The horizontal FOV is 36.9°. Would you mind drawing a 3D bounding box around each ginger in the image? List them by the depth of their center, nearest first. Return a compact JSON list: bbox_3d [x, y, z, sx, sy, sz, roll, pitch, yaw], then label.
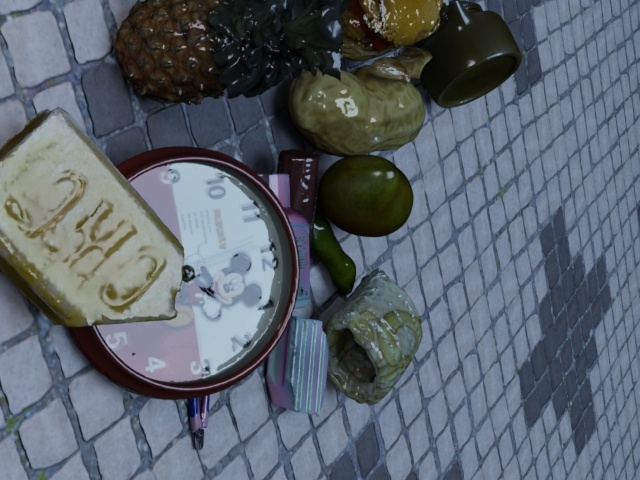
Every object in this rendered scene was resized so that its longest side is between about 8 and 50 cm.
[{"bbox_3d":[0.130,-0.276,1.532,0.137,0.044,0.058,-25,92,-48],"label":"ginger"}]

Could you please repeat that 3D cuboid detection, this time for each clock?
[{"bbox_3d":[-0.170,0.041,1.201,0.318,0.080,0.319,0,89,-30],"label":"clock"}]

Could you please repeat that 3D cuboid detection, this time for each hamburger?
[{"bbox_3d":[0.079,-0.401,1.520,0.244,0.163,0.245,9,76,-44],"label":"hamburger"}]

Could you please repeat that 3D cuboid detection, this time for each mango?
[{"bbox_3d":[0.067,-0.073,1.494,0.289,0.146,0.129,31,75,-75],"label":"mango"}]

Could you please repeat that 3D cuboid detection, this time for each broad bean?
[{"bbox_3d":[0.000,0.000,1.523,0.256,0.052,0.052,58,41,-38],"label":"broad bean"}]

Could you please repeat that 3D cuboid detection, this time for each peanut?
[{"bbox_3d":[0.060,-0.210,1.547,0.305,0.147,0.147,-16,103,-49],"label":"peanut"}]

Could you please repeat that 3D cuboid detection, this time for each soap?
[{"bbox_3d":[-0.262,0.001,1.050,0.160,0.080,0.257,-49,115,-22],"label":"soap"},{"bbox_3d":[-0.035,0.192,1.471,0.100,0.056,0.149,14,78,-52],"label":"soap"}]

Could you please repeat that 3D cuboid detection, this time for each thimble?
[{"bbox_3d":[0.081,0.155,1.559,0.143,0.137,0.191,-44,137,-43],"label":"thimble"}]

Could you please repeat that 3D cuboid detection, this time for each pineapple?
[{"bbox_3d":[-0.097,-0.248,1.157,0.141,0.309,0.170,45,55,-48],"label":"pineapple"}]

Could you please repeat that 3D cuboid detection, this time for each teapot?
[{"bbox_3d":[0.260,-0.364,1.807,0.268,0.185,0.175,73,-6,-75],"label":"teapot"}]

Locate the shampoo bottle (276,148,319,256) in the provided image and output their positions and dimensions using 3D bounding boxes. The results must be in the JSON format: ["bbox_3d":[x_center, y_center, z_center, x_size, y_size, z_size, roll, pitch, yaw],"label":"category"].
[{"bbox_3d":[-0.046,-0.014,1.423,0.068,0.067,0.237,1,106,-20],"label":"shampoo bottle"}]

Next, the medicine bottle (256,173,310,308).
[{"bbox_3d":[-0.082,0.001,1.344,0.094,0.119,0.188,-4,94,-46],"label":"medicine bottle"}]

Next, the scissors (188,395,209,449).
[{"bbox_3d":[-0.167,0.231,1.319,0.039,0.012,0.113,2,89,-55],"label":"scissors"}]
